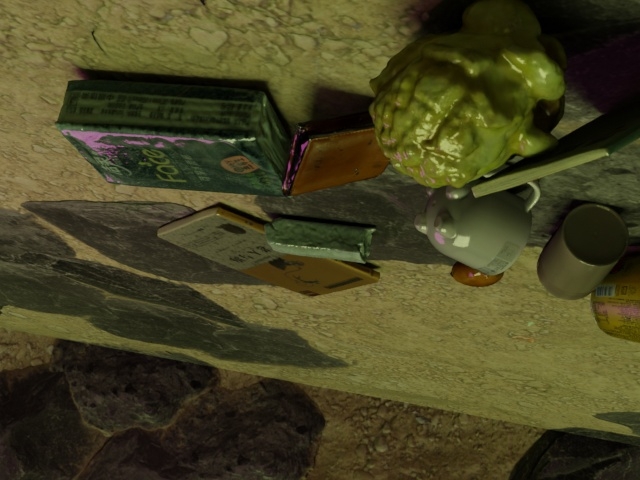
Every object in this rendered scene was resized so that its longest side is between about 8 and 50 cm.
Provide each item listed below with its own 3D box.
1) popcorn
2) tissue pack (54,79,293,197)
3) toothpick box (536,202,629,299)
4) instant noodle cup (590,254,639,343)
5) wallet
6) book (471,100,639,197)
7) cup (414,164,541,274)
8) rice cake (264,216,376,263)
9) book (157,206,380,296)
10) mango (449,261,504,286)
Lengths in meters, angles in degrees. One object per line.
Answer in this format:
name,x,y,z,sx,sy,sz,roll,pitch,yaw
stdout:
popcorn,0.165,-0.156,1.279,0.255,0.195,0.256,-32,175,30
tissue pack,-0.207,-0.152,1.693,0.316,0.103,0.228,5,160,15
toothpick box,0.422,0.021,1.818,0.111,0.111,0.180,11,160,2
instant noodle cup,0.552,0.098,1.890,0.182,0.182,0.144,24,167,-33
wallet,0.032,-0.129,1.621,0.161,0.042,0.195,-11,161,-14
book,0.333,-0.124,1.314,0.283,0.025,0.215,-26,-175,-36
cup,0.241,-0.036,1.726,0.142,0.134,0.173,24,159,-27
rice cake,-0.001,0.000,2.072,0.207,0.063,0.069,8,163,11
book,-0.106,0.028,2.264,0.389,0.032,0.269,23,159,-27
mango,0.287,0.052,2.059,0.077,0.063,0.127,15,167,-24
